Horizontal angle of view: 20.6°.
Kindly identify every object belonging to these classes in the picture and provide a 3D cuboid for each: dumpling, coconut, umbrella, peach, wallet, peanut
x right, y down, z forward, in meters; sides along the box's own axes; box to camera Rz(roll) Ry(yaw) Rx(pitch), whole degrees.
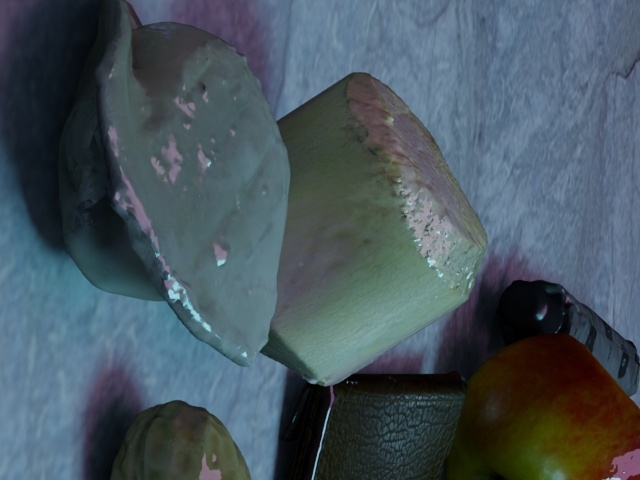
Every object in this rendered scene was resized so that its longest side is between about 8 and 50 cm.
[{"bbox_3d":[-0.076,-0.032,0.826,0.150,0.092,0.176,0,95,-69],"label":"dumpling"},{"bbox_3d":[0.000,0.000,0.953,0.147,0.152,0.147,51,14,-17],"label":"coconut"},{"bbox_3d":[0.220,0.091,1.557,0.337,0.073,0.067,32,35,-64],"label":"umbrella"},{"bbox_3d":[0.193,0.162,1.377,0.192,0.190,0.190,-28,124,-40],"label":"peach"},{"bbox_3d":[0.034,0.153,1.202,0.243,0.039,0.133,8,96,-67],"label":"wallet"},{"bbox_3d":[-0.071,0.164,0.922,0.080,0.080,0.174,-35,131,-59],"label":"peanut"}]
